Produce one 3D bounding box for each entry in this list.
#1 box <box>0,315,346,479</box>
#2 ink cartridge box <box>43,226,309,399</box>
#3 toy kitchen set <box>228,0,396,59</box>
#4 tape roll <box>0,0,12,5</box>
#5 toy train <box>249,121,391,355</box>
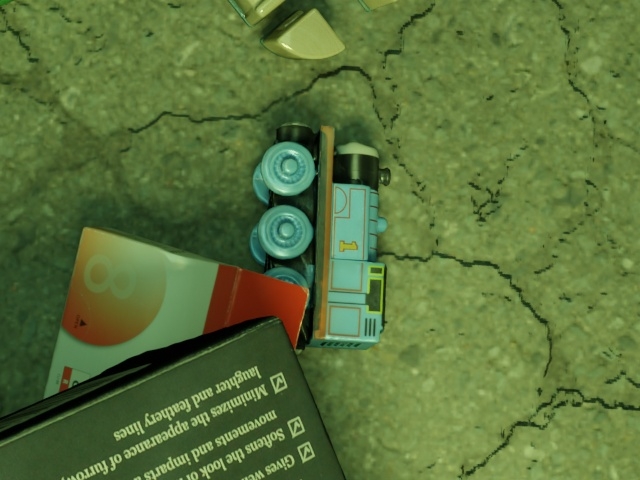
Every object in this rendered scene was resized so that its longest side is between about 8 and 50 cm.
[{"bbox_3d":[-0.116,0.291,1.194,0.293,0.212,0.395,-22,91,-37],"label":"box"},{"bbox_3d":[-0.111,0.081,1.361,0.179,0.045,0.145,16,96,24],"label":"ink cartridge box"},{"bbox_3d":[-0.025,-0.260,1.448,0.166,0.122,0.207,-40,103,-8],"label":"toy kitchen set"},{"bbox_3d":[-0.315,-0.340,1.457,0.321,0.077,0.321,0,80,-2],"label":"tape roll"},{"bbox_3d":[0.000,0.000,1.406,0.105,0.080,0.184,4,80,-9],"label":"toy train"}]
